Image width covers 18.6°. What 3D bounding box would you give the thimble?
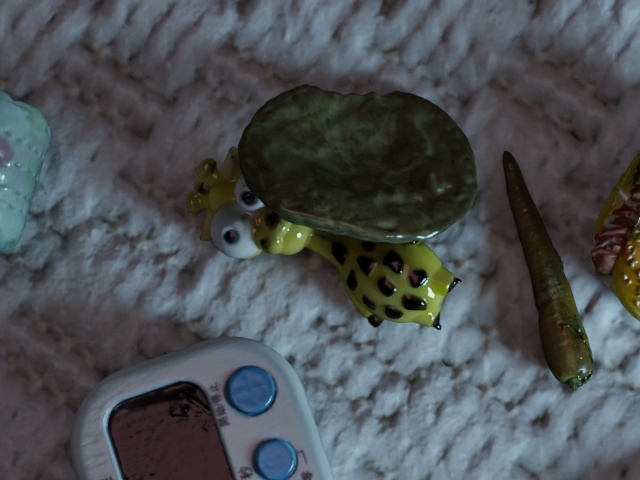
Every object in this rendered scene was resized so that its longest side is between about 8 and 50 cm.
[{"bbox_3d":[-0.382,-0.080,1.946,0.211,0.185,0.149,8,77,40],"label":"thimble"}]

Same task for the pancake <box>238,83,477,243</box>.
[{"bbox_3d":[0.037,-0.074,1.930,0.236,0.042,0.222,-12,54,-24],"label":"pancake"}]

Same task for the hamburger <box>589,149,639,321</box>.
[{"bbox_3d":[0.362,-0.012,1.909,0.173,0.116,0.210,37,85,6],"label":"hamburger"}]

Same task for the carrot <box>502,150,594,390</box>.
[{"bbox_3d":[0.221,0.027,1.951,0.049,0.049,0.254,-16,76,1],"label":"carrot"}]

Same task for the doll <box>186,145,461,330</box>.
[{"bbox_3d":[0.000,0.000,1.948,0.291,0.086,0.117,26,107,8],"label":"doll"}]

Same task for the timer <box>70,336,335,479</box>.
[{"bbox_3d":[-0.110,0.234,1.917,0.237,0.087,0.262,-19,80,0],"label":"timer"}]
